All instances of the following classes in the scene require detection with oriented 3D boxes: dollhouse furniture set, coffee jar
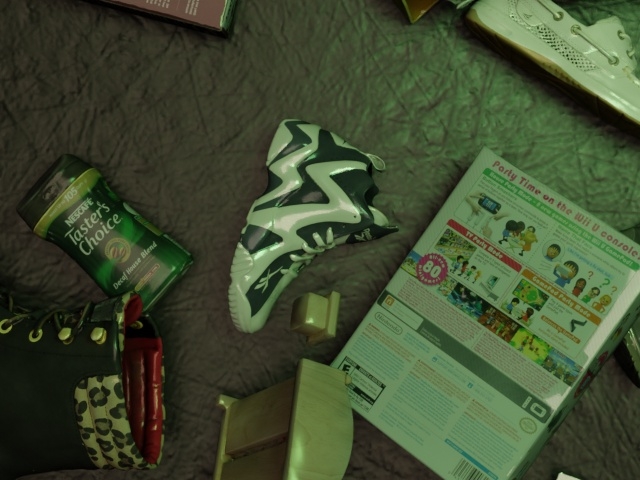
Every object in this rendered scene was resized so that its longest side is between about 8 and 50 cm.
[{"bbox_3d":[-0.032,0.272,1.351,0.174,0.303,0.355,20,65,-25],"label":"dollhouse furniture set"},{"bbox_3d":[-0.233,-0.005,1.374,0.184,0.079,0.096,41,92,1],"label":"coffee jar"}]

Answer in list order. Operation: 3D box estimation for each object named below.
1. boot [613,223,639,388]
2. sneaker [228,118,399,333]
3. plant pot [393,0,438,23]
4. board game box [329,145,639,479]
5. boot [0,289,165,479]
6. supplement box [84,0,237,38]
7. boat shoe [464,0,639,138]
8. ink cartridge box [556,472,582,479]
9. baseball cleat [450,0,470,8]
[{"bbox_3d":[0.398,0.040,1.367,0.208,0.076,0.190,-18,86,-4],"label":"boot"},{"bbox_3d":[0.000,0.000,1.361,0.153,0.094,0.235,16,81,9],"label":"sneaker"},{"bbox_3d":[0.095,-0.298,1.365,0.081,0.081,0.083,-42,73,2],"label":"plant pot"},{"bbox_3d":[0.178,0.091,1.321,0.224,0.097,0.303,36,92,23],"label":"board game box"},{"bbox_3d":[-0.318,0.081,1.318,0.284,0.138,0.377,-5,95,16],"label":"boot"},{"bbox_3d":[-0.201,-0.311,1.371,0.239,0.073,0.130,16,92,2],"label":"supplement box"},{"bbox_3d":[0.290,-0.195,1.349,0.277,0.098,0.096,34,90,3],"label":"boat shoe"},{"bbox_3d":[0.265,0.297,1.393,0.048,0.028,0.083,20,92,1],"label":"ink cartridge box"},{"bbox_3d":[0.190,-0.303,1.324,0.206,0.109,0.072,-25,83,-31],"label":"baseball cleat"}]
